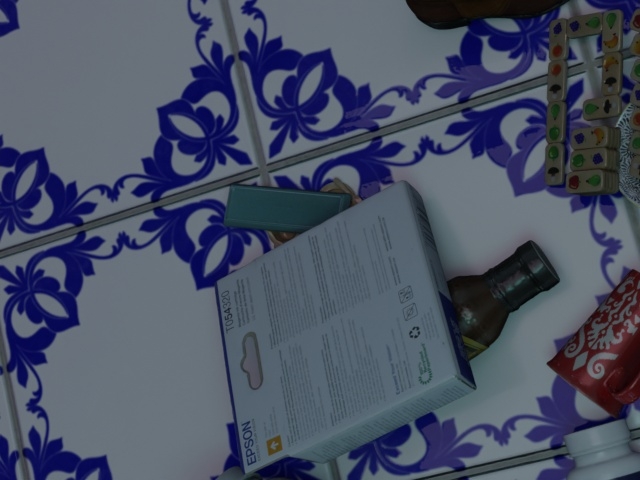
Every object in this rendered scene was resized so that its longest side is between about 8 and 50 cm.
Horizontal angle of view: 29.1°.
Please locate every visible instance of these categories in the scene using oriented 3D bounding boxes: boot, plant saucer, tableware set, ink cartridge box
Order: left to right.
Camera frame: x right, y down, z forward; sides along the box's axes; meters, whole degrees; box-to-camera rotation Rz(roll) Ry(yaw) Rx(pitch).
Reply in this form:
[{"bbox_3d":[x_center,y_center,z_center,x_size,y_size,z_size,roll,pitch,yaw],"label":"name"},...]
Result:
[{"bbox_3d":[-0.052,-0.046,1.800,0.192,0.018,0.067,6,80,19],"label":"plant saucer"},{"bbox_3d":[0.000,0.000,1.794,0.169,0.020,0.141,-32,75,14],"label":"tableware set"},{"bbox_3d":[0.022,0.124,1.662,0.330,0.071,0.324,-29,50,22],"label":"ink cartridge box"},{"bbox_3d":[0.216,-0.368,1.616,0.264,0.280,0.096,-6,83,19],"label":"boot"}]

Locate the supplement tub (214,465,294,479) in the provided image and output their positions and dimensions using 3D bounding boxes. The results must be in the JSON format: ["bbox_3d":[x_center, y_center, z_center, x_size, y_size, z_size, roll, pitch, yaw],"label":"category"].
[{"bbox_3d":[-0.021,0.457,1.647,0.316,0.228,0.228,23,93,20],"label":"supplement tub"}]

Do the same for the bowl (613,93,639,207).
[{"bbox_3d":[0.468,-0.116,1.598,0.170,0.080,0.170,-9,78,46],"label":"bowl"}]

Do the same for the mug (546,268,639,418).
[{"bbox_3d":[0.401,0.139,1.589,0.169,0.113,0.150,-53,45,3],"label":"mug"}]

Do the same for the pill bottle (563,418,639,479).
[{"bbox_3d":[0.380,0.330,1.582,0.112,0.112,0.186,-20,79,16],"label":"pill bottle"}]

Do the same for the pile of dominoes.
[{"bbox_3d":[0.370,-0.186,1.626,0.196,0.040,0.251,-3,83,48],"label":"pile of dominoes"}]

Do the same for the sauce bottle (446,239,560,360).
[{"bbox_3d":[0.165,0.124,1.676,0.344,0.111,0.111,-37,74,14],"label":"sauce bottle"}]
